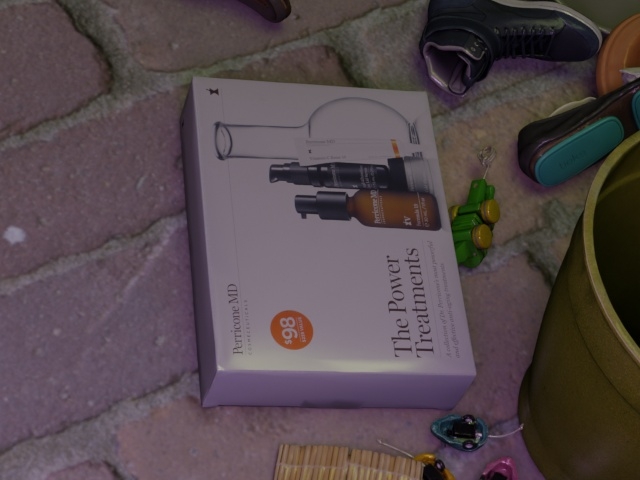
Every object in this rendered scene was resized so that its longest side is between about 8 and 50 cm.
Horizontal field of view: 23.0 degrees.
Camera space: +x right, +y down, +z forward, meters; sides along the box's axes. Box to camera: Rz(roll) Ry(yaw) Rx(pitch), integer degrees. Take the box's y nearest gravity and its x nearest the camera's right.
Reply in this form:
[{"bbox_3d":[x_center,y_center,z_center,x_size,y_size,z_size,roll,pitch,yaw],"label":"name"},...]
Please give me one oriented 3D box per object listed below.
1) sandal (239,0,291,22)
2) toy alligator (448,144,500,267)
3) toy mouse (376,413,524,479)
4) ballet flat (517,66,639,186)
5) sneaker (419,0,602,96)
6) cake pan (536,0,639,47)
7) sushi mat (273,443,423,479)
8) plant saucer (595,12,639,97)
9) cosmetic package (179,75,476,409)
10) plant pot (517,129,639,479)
[{"bbox_3d":[-0.139,-0.323,1.924,0.219,0.090,0.060,34,76,-3],"label":"sandal"},{"bbox_3d":[0.186,-0.028,1.847,0.051,0.056,0.189,53,44,-34],"label":"toy alligator"},{"bbox_3d":[0.162,0.237,1.670,0.143,0.031,0.161,-32,62,-30],"label":"toy mouse"},{"bbox_3d":[0.365,-0.159,1.914,0.280,0.095,0.096,-21,40,0],"label":"ballet flat"},{"bbox_3d":[0.233,-0.234,1.960,0.226,0.086,0.163,15,44,3],"label":"sneaker"},{"bbox_3d":[0.398,-0.368,2.128,0.293,0.054,0.293,8,56,-13],"label":"cake pan"},{"bbox_3d":[0.009,0.345,1.546,0.151,0.019,0.316,7,55,5],"label":"sushi mat"},{"bbox_3d":[0.449,-0.203,2.011,0.200,0.037,0.200,4,77,-17],"label":"plant saucer"},{"bbox_3d":[0.000,0.000,1.741,0.284,0.097,0.377,1,58,-14],"label":"cosmetic package"},{"bbox_3d":[0.375,0.122,1.621,0.367,0.353,0.366,8,56,-12],"label":"plant pot"}]
